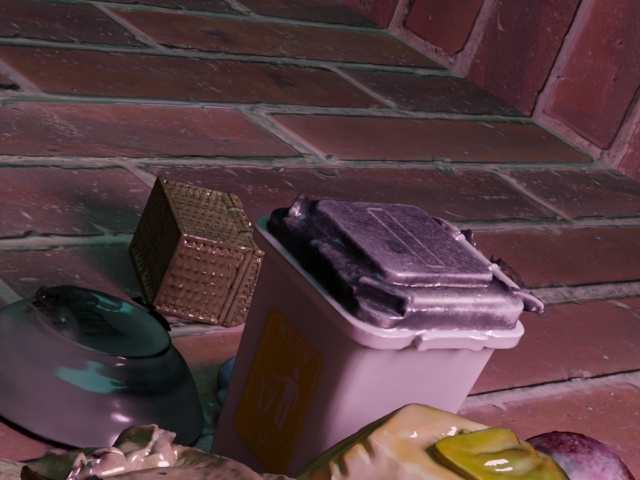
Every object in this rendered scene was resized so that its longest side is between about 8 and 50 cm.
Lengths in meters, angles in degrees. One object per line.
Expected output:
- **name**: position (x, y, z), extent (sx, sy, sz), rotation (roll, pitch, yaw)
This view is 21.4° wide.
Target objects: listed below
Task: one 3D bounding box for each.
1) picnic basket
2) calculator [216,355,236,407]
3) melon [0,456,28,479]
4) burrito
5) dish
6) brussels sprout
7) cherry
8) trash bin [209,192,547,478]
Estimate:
- **picnic basket**: position (-0.165, 0.018, 2.398), extent (0.154, 0.134, 0.196), rotation (15, 21, -23)
- **calculator**: position (-0.029, 0.203, 2.194), extent (0.188, 0.042, 0.303), rotation (34, 23, 27)
- **melon**: position (-0.378, 0.251, 1.729), extent (0.182, 0.054, 0.098), rotation (19, 35, -6)
- **burrito**: position (-0.099, 0.253, 1.523), extent (0.348, 0.107, 0.175), rotation (15, 28, 28)
- **dish**: position (-0.272, 0.134, 2.028), extent (0.316, 0.106, 0.316), rotation (19, 21, -7)
- **brussels sprout**: position (0.134, 0.319, 1.707), extent (0.344, 0.268, 0.344), rotation (43, 21, -21)
- **cherry**: position (0.285, 0.320, 2.021), extent (0.195, 0.195, 0.195), rotation (19, 20, -7)
- **trash bin**: position (0.048, 0.153, 1.924), extent (0.296, 0.367, 0.256), rotation (1, 30, -40)
